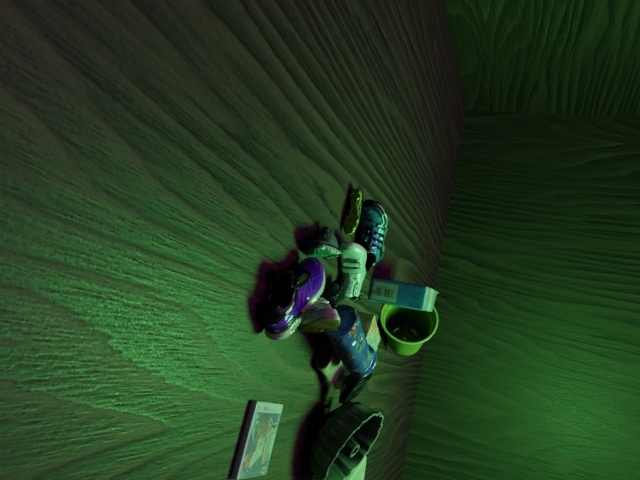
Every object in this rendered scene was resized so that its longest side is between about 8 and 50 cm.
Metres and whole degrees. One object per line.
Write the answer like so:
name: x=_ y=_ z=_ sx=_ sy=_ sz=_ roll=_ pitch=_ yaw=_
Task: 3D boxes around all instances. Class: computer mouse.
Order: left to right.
computer mouse: x=0.079 y=0.557 z=1.896 sx=0.184 sy=0.060 sz=0.262 roll=-19 pitch=143 yaw=-40

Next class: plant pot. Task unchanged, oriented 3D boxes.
plant pot: x=0.426 y=0.438 z=2.587 sx=0.254 sy=0.275 sz=0.276 roll=86 pitch=22 yaw=-55

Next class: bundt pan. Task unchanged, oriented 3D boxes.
bundt pan: x=0.079 y=0.725 z=1.889 sx=0.330 sy=0.124 sz=0.331 roll=-36 pitch=144 yaw=-33

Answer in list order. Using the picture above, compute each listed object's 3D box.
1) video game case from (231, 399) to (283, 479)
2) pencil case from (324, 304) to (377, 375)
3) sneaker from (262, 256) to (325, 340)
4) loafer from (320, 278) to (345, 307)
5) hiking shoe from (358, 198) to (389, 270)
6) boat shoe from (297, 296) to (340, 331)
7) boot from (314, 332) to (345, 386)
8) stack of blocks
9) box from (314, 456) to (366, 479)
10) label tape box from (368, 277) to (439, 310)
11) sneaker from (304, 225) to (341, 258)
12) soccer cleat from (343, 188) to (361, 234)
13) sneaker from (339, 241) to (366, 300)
video game case: x=-0.171 y=0.553 z=1.455 sx=0.183 sy=0.023 sz=0.202 roll=44 pitch=57 yaw=-63
pencil case: x=0.100 y=0.328 z=1.729 sx=0.133 sy=0.119 sz=0.306 roll=-67 pitch=149 yaw=-33
sneaker: x=-0.072 y=0.124 z=1.443 sx=0.293 sy=0.102 sz=0.146 roll=-59 pitch=148 yaw=-43
loafer: x=0.029 y=0.177 z=1.748 sx=0.223 sy=0.076 sz=0.078 roll=-18 pitch=109 yaw=-70
hiking shoe: x=0.200 y=-0.014 z=2.033 sx=0.132 sy=0.113 sz=0.304 roll=-57 pitch=147 yaw=-46
boat shoe: x=-0.010 y=0.213 z=1.534 sx=0.277 sy=0.098 sz=0.096 roll=140 pitch=-42 yaw=-68
boot: x=0.056 y=0.402 z=1.879 sx=0.213 sy=0.077 sz=0.165 roll=-60 pitch=149 yaw=-32
stack of blocks: x=0.146 y=0.457 z=2.095 sx=0.171 sy=0.087 sz=0.297 roll=74 pitch=33 yaw=-43
box: x=0.070 y=0.960 z=2.042 sx=0.311 sy=0.121 sz=0.148 roll=-8 pitch=105 yaw=-67
label tape box: x=0.392 y=0.257 z=2.404 sx=0.347 sy=0.249 sz=0.115 roll=29 pitch=71 yaw=-66
sneaker: x=0.000 y=0.000 z=1.639 sx=0.223 sy=0.083 sz=0.098 roll=24 pitch=54 yaw=-71
soccer cleat: x=0.123 y=-0.099 z=1.894 sx=0.072 sy=0.060 sz=0.179 roll=46 pitch=52 yaw=-64
sneaker: x=0.114 y=0.120 z=1.886 sx=0.256 sy=0.094 sz=0.151 roll=70 pitch=30 yaw=-53
